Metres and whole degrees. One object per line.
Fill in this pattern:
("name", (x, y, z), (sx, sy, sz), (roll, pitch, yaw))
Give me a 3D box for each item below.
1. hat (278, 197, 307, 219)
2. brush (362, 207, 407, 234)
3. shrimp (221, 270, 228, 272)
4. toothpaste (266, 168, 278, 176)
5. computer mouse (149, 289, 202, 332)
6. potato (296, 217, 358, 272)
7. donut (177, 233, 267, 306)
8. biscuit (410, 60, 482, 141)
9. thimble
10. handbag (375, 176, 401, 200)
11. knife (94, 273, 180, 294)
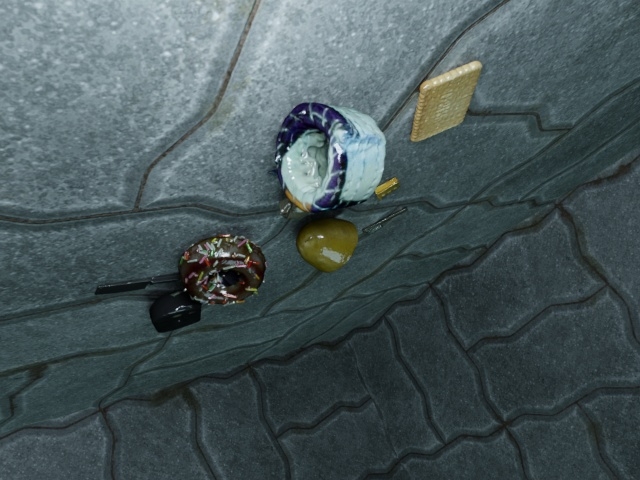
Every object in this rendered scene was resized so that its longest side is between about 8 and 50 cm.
("hat", (-0.017, -0.115, 1.371), (0.175, 0.085, 0.147), (-8, 154, -37))
("brush", (0.249, -0.070, 1.904), (0.190, 0.028, 0.034), (-28, 163, 6))
("shrimp", (-0.278, 0.089, 1.631), (0.168, 0.077, 0.317), (-13, 155, -6))
("toothpaste", (-0.096, -0.166, 1.244), (0.027, 0.019, 0.083), (-8, 172, 36))
("computer mouse", (-0.488, 0.228, 1.684), (0.170, 0.100, 0.269), (-13, 163, -19))
("potato", (0.000, 0.000, 1.611), (0.203, 0.178, 0.158), (-9, 158, 38))
("donut", (-0.284, 0.095, 1.469), (0.269, 0.103, 0.270), (-7, 141, -6))
("biscuit", (0.306, -0.340, 1.253), (0.160, 0.030, 0.250), (-23, 161, -3))
("thimble", (0.021, -0.175, 1.045), (0.150, 0.237, 0.237), (-11, 157, -41))
("handbag", (0.216, -0.166, 1.610), (0.083, 0.027, 0.061), (-30, 159, 10))
("knife", (-0.543, 0.133, 1.500), (0.245, 0.019, 0.072), (-6, 158, -37))
